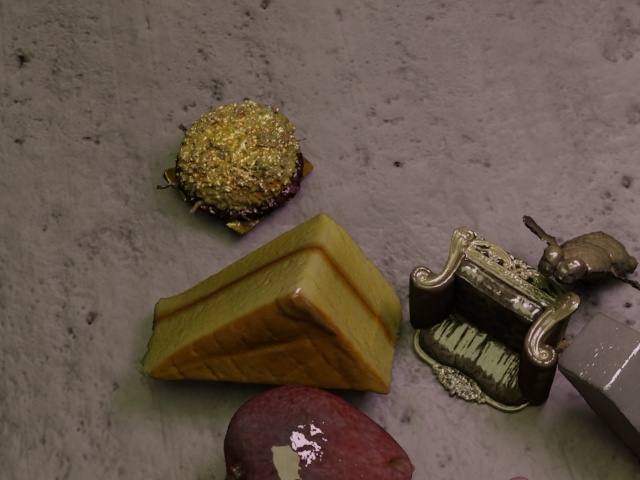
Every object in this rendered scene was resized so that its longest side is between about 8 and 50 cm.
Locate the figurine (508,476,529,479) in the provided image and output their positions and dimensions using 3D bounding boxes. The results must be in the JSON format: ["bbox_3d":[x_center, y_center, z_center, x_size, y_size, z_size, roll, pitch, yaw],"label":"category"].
[{"bbox_3d":[0.276,0.438,1.424,0.173,0.173,0.173,-3,62,6],"label":"figurine"}]

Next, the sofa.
[{"bbox_3d":[0.255,0.135,1.571,0.258,0.200,0.182,34,69,20],"label":"sofa"}]

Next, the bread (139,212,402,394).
[{"bbox_3d":[-0.087,0.152,1.646,0.362,0.245,0.233,-27,24,27],"label":"bread"}]

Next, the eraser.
[{"bbox_3d":[0.494,0.263,1.465,0.111,0.077,0.352,-46,102,-15],"label":"eraser"}]

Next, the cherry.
[{"bbox_3d":[-0.016,0.342,1.488,0.308,0.221,0.261,-2,69,-8],"label":"cherry"}]

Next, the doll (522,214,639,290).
[{"bbox_3d":[0.412,0.037,1.568,0.203,0.286,0.091,13,99,0],"label":"doll"}]

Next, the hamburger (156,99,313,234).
[{"bbox_3d":[-0.153,-0.139,1.802,0.243,0.138,0.261,32,69,21],"label":"hamburger"}]
